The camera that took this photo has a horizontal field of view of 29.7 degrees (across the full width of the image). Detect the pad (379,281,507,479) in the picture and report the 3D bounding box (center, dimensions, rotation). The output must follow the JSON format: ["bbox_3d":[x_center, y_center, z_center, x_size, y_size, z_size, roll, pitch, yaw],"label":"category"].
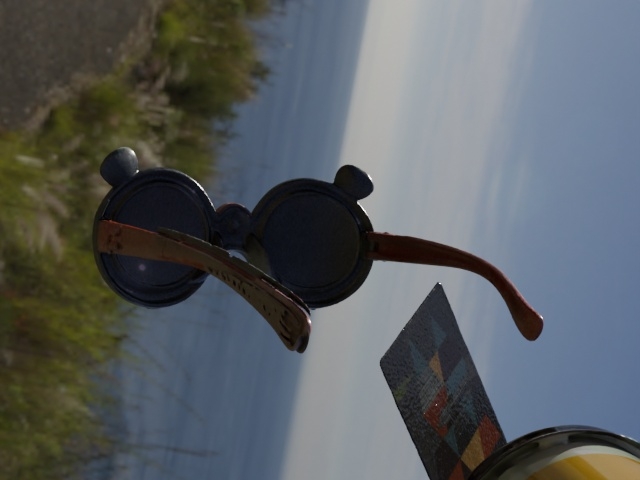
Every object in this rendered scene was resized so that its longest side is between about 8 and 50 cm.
[{"bbox_3d":[0.118,0.159,1.050,0.143,0.003,0.211,-47,118,-51],"label":"pad"}]

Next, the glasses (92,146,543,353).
[{"bbox_3d":[0.000,0.000,0.789,0.268,0.234,0.118,5,-89,57],"label":"glasses"}]

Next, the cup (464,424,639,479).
[{"bbox_3d":[0.192,0.233,0.731,0.280,0.196,0.196,-155,-105,-71],"label":"cup"}]
